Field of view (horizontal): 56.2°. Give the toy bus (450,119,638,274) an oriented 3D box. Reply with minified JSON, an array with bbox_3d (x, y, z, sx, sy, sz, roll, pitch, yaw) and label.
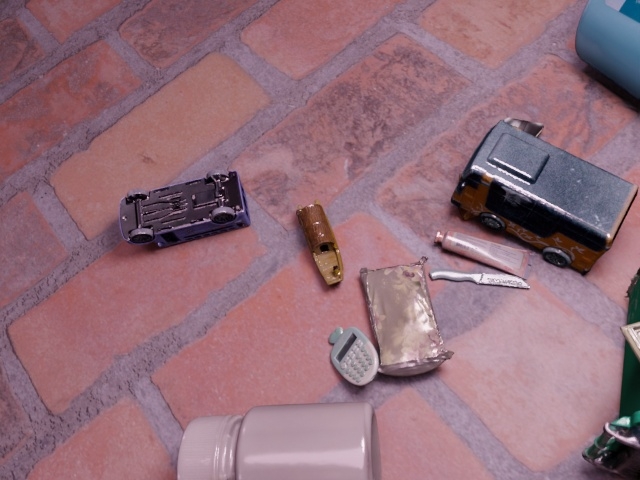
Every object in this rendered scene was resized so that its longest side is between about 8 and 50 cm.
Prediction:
[{"bbox_3d":[0.451,-0.091,1.232,0.323,0.194,0.162,30,72,13],"label":"toy bus"}]

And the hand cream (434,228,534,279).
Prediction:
[{"bbox_3d":[0.352,0.022,1.299,0.209,0.043,0.067,19,66,12],"label":"hand cream"}]

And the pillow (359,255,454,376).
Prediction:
[{"bbox_3d":[0.174,0.158,1.245,0.169,0.059,0.255,-17,58,15],"label":"pillow"}]

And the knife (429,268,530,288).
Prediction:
[{"bbox_3d":[0.338,0.081,1.281,0.210,0.015,0.028,5,57,13],"label":"knife"}]

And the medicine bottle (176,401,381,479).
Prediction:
[{"bbox_3d":[-0.067,0.403,1.081,0.339,0.208,0.208,-5,61,10],"label":"medicine bottle"}]

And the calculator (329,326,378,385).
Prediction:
[{"bbox_3d":[0.065,0.231,1.222,0.095,0.021,0.153,-57,39,10],"label":"calculator"}]

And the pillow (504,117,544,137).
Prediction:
[{"bbox_3d":[0.458,-0.229,1.402,0.091,0.055,0.136,-1,54,47],"label":"pillow"}]

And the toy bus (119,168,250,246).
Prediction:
[{"bbox_3d":[-0.320,-0.065,1.427,0.292,0.133,0.125,-14,66,1],"label":"toy bus"}]

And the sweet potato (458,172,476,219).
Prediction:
[{"bbox_3d":[0.330,-0.103,1.361,0.049,0.049,0.117,-10,64,6],"label":"sweet potato"}]

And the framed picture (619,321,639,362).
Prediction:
[{"bbox_3d":[0.626,0.181,0.889,0.274,0.017,0.217,-16,53,-3],"label":"framed picture"}]

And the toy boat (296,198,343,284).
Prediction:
[{"bbox_3d":[0.000,0.000,1.352,0.068,0.088,0.226,-19,59,0],"label":"toy boat"}]

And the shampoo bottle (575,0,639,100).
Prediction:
[{"bbox_3d":[0.794,-0.452,1.295,0.331,0.331,0.343,-36,60,-8],"label":"shampoo bottle"}]

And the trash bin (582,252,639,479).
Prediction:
[{"bbox_3d":[0.623,0.226,1.023,0.295,0.259,0.381,7,57,15],"label":"trash bin"}]
